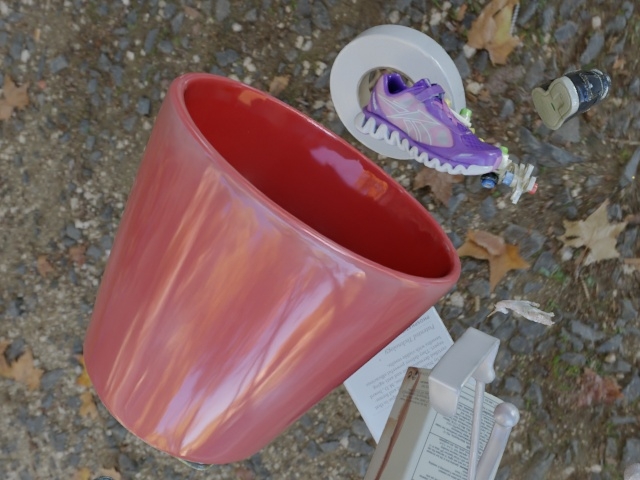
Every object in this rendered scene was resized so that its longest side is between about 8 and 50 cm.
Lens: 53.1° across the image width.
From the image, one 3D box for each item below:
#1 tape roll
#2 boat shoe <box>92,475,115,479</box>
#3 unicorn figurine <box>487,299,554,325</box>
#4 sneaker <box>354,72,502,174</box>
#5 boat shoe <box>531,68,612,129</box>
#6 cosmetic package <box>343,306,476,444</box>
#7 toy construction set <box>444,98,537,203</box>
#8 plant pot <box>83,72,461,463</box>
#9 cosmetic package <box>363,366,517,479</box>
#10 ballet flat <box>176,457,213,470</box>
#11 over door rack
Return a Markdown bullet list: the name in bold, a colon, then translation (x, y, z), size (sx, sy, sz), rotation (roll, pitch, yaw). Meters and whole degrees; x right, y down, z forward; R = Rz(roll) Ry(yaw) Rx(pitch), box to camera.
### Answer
- **tape roll**: translation (0.209, -0.406, 1.793), size (0.391, 0.072, 0.392), rotation (23, 139, 21)
- **boat shoe**: translation (-0.407, 0.474, 0.960), size (0.121, 0.335, 0.119), rotation (39, 107, -10)
- **unicorn figurine**: translation (0.531, 0.183, 1.673), size (0.111, 0.162, 0.060), rotation (12, 83, -15)
- **sneaker**: translation (0.156, -0.172, 0.916), size (0.236, 0.095, 0.105), rotation (32, 119, 30)
- **boat shoe**: translation (0.426, -0.246, 1.107), size (0.079, 0.233, 0.084), rotation (-25, 92, 4)
- **cosmetic package**: translation (0.226, 0.372, 1.888), size (0.327, 0.329, 0.394), rotation (-29, 87, -3)
- **toy construction set**: translation (0.409, -0.221, 1.644), size (0.327, 0.215, 0.151), rotation (35, 75, 6)
- **plant pot**: translation (-0.059, 0.036, 0.546), size (0.275, 0.275, 0.243), rotation (42, 111, 17)
- **cosmetic package**: translation (0.169, 0.364, 1.000), size (0.153, 0.129, 0.296), rotation (30, 74, -14)
- **ballet flat**: translation (-0.345, 0.346, 1.362), size (0.123, 0.123, 0.349), rotation (-44, 79, 23)
- **over door rack**: translation (0.215, 0.187, 0.447), size (0.239, 0.324, 0.108), rotation (22, 59, 30)
